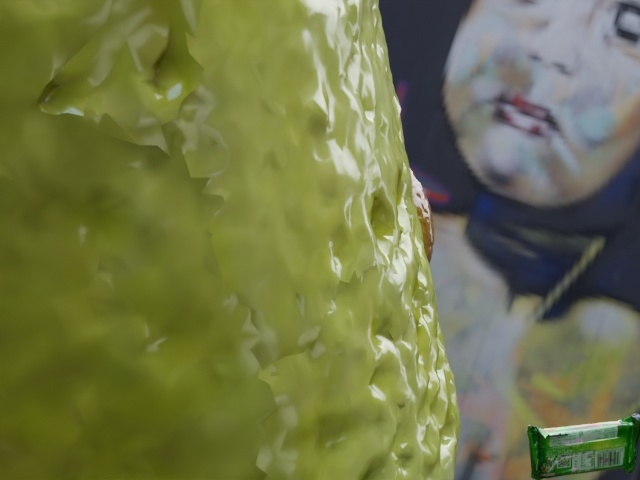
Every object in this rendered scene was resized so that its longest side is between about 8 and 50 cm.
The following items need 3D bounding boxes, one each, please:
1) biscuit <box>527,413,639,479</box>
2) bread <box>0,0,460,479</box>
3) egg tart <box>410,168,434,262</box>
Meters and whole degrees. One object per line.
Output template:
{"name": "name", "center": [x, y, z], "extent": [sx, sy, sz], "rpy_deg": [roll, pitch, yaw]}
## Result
{"name": "biscuit", "center": [0.190, 0.152, 1.191], "extent": [0.089, 0.046, 0.016], "rpy_deg": [-4, 19, -18]}
{"name": "bread", "center": [-0.117, 0.001, 0.597], "extent": [0.348, 0.308, 0.348], "rpy_deg": [-19, 9, 3]}
{"name": "egg tart", "center": [0.000, 0.000, 1.447], "extent": [0.147, 0.203, 0.202], "rpy_deg": [-18, 22, -40]}
